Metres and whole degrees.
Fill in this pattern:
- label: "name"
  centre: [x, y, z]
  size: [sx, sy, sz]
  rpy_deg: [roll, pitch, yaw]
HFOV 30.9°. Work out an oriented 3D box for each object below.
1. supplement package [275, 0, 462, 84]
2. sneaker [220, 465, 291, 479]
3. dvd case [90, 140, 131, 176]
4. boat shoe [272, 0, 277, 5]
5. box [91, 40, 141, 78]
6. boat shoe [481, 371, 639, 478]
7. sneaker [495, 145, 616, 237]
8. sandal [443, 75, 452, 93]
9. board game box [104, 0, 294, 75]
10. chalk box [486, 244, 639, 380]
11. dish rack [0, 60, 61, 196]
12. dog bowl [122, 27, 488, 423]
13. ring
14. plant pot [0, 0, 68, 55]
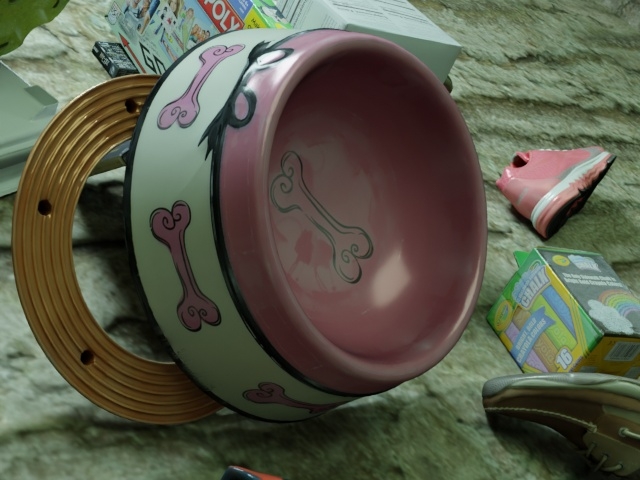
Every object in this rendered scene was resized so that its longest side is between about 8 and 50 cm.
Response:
- label: "supplement package"
  centre: [0.022, -0.189, 1.519]
  size: [0.204, 0.261, 0.145]
  rpy_deg: [2, 35, -40]
- label: "sneaker"
  centre: [-0.084, 0.289, 0.860]
  size: [0.148, 0.131, 0.350]
  rpy_deg: [27, 23, 6]
- label: "dvd case"
  centre: [-0.179, -0.123, 1.263]
  size: [0.164, 0.221, 0.018]
  rpy_deg: [-38, 103, -20]
- label: "boat shoe"
  centre: [-0.080, -0.316, 1.762]
  size: [0.367, 0.135, 0.156]
  rpy_deg: [5, 39, -42]
- label: "box"
  centre: [-0.265, -0.248, 1.604]
  size: [0.083, 0.018, 0.067]
  rpy_deg: [-5, 45, -46]
- label: "boat shoe"
  centre: [0.347, 0.217, 1.336]
  size: [0.325, 0.116, 0.123]
  rpy_deg: [7, -7, 1]
- label: "sneaker"
  centre: [0.386, -0.115, 1.902]
  size: [0.136, 0.116, 0.314]
  rpy_deg: [37, 30, 13]
- label: "sandal"
  centre: [0.108, -0.203, 1.810]
  size: [0.303, 0.120, 0.086]
  rpy_deg: [-21, 82, -51]
- label: "board game box"
  centre: [-0.158, -0.272, 1.512]
  size: [0.046, 0.213, 0.317]
  rpy_deg: [-3, 49, -45]
- label: "chalk box"
  centre: [0.316, 0.097, 1.500]
  size: [0.132, 0.132, 0.213]
  rpy_deg: [7, 36, -34]
- label: "dish rack"
  centre: [-0.447, -0.175, 1.278]
  size: [0.333, 0.072, 0.285]
  rpy_deg: [37, 31, 13]
- label: "dog bowl"
  centre: [0.011, -0.025, 1.149]
  size: [0.408, 0.150, 0.407]
  rpy_deg: [9, 77, -46]
- label: "ring"
  centre: [-0.151, 0.008, 1.111]
  size: [0.337, 0.032, 0.336]
  rpy_deg: [7, 80, -44]
- label: "plant pot"
  centre: [-0.410, -0.346, 1.277]
  size: [0.254, 0.276, 0.276]
  rpy_deg: [48, 32, 7]
